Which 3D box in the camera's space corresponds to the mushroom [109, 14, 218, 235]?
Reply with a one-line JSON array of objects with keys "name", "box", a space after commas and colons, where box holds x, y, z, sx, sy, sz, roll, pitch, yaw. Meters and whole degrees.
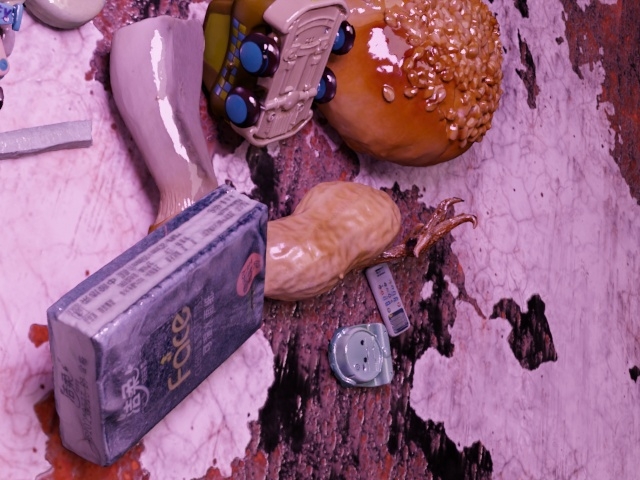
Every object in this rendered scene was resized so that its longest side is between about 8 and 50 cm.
[{"name": "mushroom", "box": [-0.197, -0.151, 1.297, 0.159, 0.122, 0.328, -7, 83, -34]}]

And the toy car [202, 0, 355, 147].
[{"name": "toy car", "box": [-0.090, -0.284, 1.386, 0.198, 0.247, 0.204, 40, 40, 22]}]

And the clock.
[{"name": "clock", "box": [0.054, 0.182, 1.493, 0.135, 0.041, 0.101, 1, 77, -44]}]

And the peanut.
[{"name": "peanut", "box": [0.000, 0.000, 1.435, 0.313, 0.149, 0.149, -32, 101, -40]}]

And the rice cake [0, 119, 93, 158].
[{"name": "rice cake", "box": [-0.357, -0.126, 1.201, 0.171, 0.029, 0.033, -17, 84, -46]}]

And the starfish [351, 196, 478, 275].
[{"name": "starfish", "box": [0.154, 0.003, 1.577, 0.238, 0.213, 0.057, -33, 95, -8]}]

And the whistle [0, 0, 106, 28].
[{"name": "whistle", "box": [-0.374, -0.336, 1.222, 0.258, 0.067, 0.126, -14, 89, -43]}]

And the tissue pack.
[{"name": "tissue pack", "box": [-0.192, 0.099, 1.177, 0.316, 0.103, 0.227, -41, 147, -42]}]

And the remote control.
[{"name": "remote control", "box": [0.112, 0.098, 1.591, 0.053, 0.018, 0.124, -22, 93, -45]}]

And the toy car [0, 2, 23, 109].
[{"name": "toy car", "box": [-0.416, -0.212, 1.115, 0.126, 0.098, 0.161, 9, 77, -42]}]

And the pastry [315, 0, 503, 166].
[{"name": "pastry", "box": [0.146, -0.320, 1.588, 0.410, 0.245, 0.409, 17, 65, -41]}]
